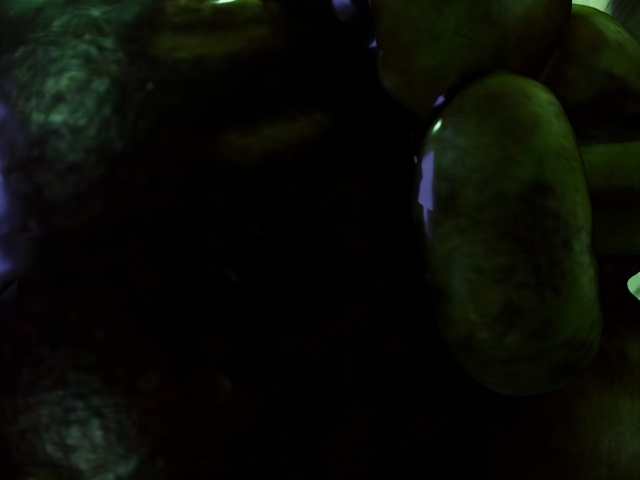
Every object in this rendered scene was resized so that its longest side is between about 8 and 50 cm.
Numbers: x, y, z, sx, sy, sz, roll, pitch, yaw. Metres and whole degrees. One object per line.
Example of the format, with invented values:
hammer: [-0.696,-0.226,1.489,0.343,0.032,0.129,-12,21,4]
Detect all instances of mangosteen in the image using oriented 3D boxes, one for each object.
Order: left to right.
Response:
mangosteen: [0.000,0.000,0.497,0.346,0.307,0.307,-13,55,35]
